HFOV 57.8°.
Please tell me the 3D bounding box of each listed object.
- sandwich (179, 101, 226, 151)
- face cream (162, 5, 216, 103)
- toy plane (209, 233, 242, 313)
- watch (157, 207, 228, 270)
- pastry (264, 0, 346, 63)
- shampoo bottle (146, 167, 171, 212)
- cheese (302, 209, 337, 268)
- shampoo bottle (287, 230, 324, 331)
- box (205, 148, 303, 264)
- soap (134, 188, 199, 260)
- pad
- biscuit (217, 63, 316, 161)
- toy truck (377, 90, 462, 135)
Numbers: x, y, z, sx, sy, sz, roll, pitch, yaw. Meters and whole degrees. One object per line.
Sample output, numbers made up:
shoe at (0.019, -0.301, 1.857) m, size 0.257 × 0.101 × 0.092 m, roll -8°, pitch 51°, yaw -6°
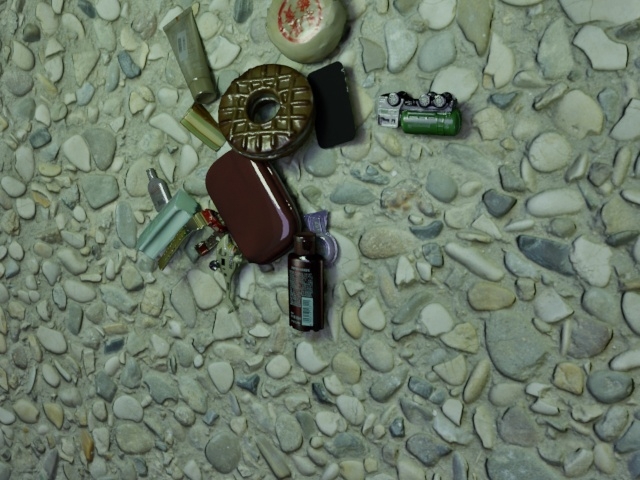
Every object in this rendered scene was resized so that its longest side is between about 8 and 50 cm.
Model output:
sandwich at (-0.404, -0.408, 2.051) m, size 0.163 × 0.113 × 0.079 m, roll 38°, pitch 113°, yaw -20°
face cream at (-0.453, -0.641, 2.021) m, size 0.137 × 0.084 × 0.341 m, roll -27°, pitch 76°, yaw 23°
toy plane at (-0.320, 0.113, 2.015) m, size 0.108 × 0.092 × 0.286 m, roll 15°, pitch 113°, yaw 21°
watch at (-0.439, 0.005, 2.028) m, size 0.268 × 0.165 × 0.102 m, roll -47°, pitch 61°, yaw 22°
pastry at (-0.048, -0.680, 1.793) m, size 0.265 × 0.133 × 0.264 m, roll 1°, pitch 93°, yaw 28°
shampoo bottle at (-0.606, -0.189, 2.156) m, size 0.080 × 0.040 × 0.165 m, roll -26°, pitch 84°, yaw 26°
cheese at (0.000, 0.000, 1.892) m, size 0.105 × 0.042 × 0.190 m, roll -13°, pitch 88°, yaw 25°
shampoo bottle at (-0.048, 0.133, 1.878) m, size 0.129 × 0.084 × 0.322 m, roll 7°, pitch 109°, yaw 27°
box at (-0.223, -0.121, 1.946) m, size 0.263 × 0.108 × 0.403 m, roll -33°, pitch 81°, yaw 25°
soap at (-0.554, -0.055, 2.080) m, size 0.094 × 0.150 × 0.261 m, roll 40°, pitch 113°, yaw -19°
pad at (0.104, -0.435, 1.787) m, size 0.323 × 0.055 × 0.249 m, roll -9°, pitch 92°, yaw 26°
biscuit at (-0.169, -0.409, 1.845) m, size 0.332 × 0.103 × 0.331 m, roll -4°, pitch 75°, yaw 16°
toy truck at (0.289, -0.370, 1.687) m, size 0.243 × 0.101 × 0.124 m, roll 9°, pitch 111°, yaw 21°
